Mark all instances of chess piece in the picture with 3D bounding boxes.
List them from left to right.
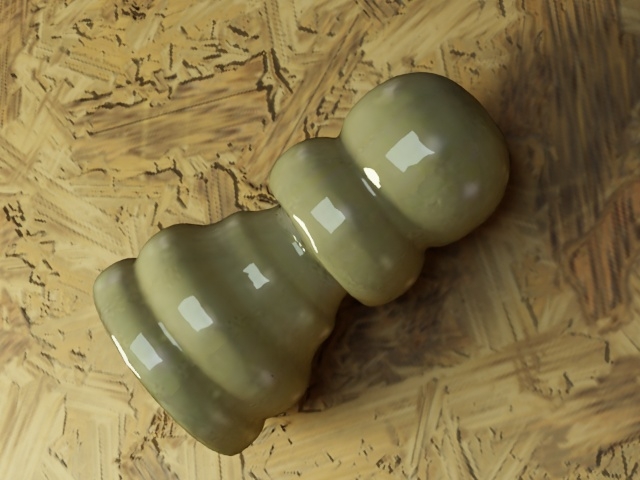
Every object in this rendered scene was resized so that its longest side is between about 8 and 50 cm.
[{"bbox_3d":[0.000,0.000,1.282,0.300,0.167,0.167,-39,63,8],"label":"chess piece"}]
